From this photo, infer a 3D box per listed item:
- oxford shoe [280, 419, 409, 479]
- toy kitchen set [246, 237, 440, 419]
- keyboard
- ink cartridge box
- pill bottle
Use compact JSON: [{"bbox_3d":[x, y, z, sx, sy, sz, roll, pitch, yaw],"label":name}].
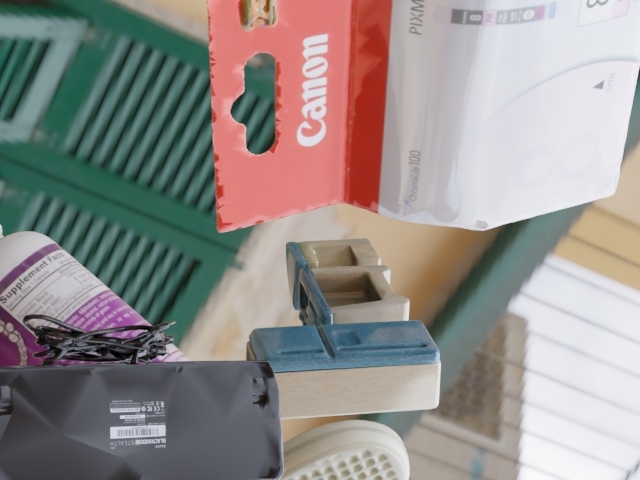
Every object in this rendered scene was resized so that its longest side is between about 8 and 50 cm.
[{"bbox_3d":[-0.075,0.270,1.528,0.449,0.169,0.130,-48,-149,42],"label":"oxford shoe"},{"bbox_3d":[0.000,0.000,1.116,0.207,0.122,0.166,-119,-152,-65],"label":"toy kitchen set"},{"bbox_3d":[-0.108,0.091,0.888,0.038,0.192,0.100,-10,-100,53],"label":"keyboard"},{"bbox_3d":[0.061,-0.078,0.878,0.189,0.232,0.066,91,-26,-46],"label":"ink cartridge box"},{"bbox_3d":[-0.277,0.099,1.604,0.169,0.301,0.169,-49,174,-7],"label":"pill bottle"}]
